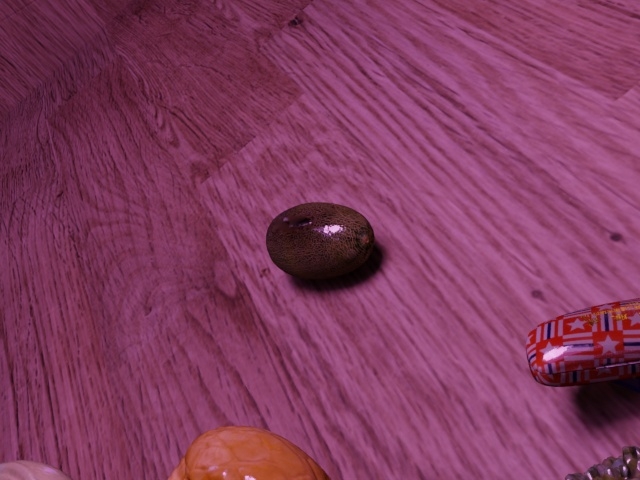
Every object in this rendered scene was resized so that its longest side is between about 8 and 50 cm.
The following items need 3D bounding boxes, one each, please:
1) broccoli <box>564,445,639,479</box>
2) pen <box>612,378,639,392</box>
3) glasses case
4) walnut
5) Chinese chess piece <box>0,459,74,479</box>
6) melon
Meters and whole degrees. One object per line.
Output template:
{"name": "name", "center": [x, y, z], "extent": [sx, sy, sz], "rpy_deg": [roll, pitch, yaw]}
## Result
{"name": "broccoli", "center": [0.208, 0.245, 0.479], "extent": [0.288, 0.260, 0.235], "rpy_deg": [-38, 24, 4]}
{"name": "pen", "center": [0.349, 0.143, 0.611], "extent": [0.269, 0.033, 0.033], "rpy_deg": [21, 70, 48]}
{"name": "glasses case", "center": [0.275, 0.079, 0.675], "extent": [0.194, 0.049, 0.073], "rpy_deg": [-11, 27, 9]}
{"name": "walnut", "center": [-0.067, 0.266, 0.766], "extent": [0.206, 0.159, 0.159], "rpy_deg": [19, 68, 47]}
{"name": "Chinese chess piece", "center": [-0.394, 0.399, 0.971], "extent": [0.250, 0.101, 0.250], "rpy_deg": [-23, 44, 24]}
{"name": "melon", "center": [0.000, 0.000, 0.997], "extent": [0.162, 0.099, 0.099], "rpy_deg": [-2, 54, 41]}
